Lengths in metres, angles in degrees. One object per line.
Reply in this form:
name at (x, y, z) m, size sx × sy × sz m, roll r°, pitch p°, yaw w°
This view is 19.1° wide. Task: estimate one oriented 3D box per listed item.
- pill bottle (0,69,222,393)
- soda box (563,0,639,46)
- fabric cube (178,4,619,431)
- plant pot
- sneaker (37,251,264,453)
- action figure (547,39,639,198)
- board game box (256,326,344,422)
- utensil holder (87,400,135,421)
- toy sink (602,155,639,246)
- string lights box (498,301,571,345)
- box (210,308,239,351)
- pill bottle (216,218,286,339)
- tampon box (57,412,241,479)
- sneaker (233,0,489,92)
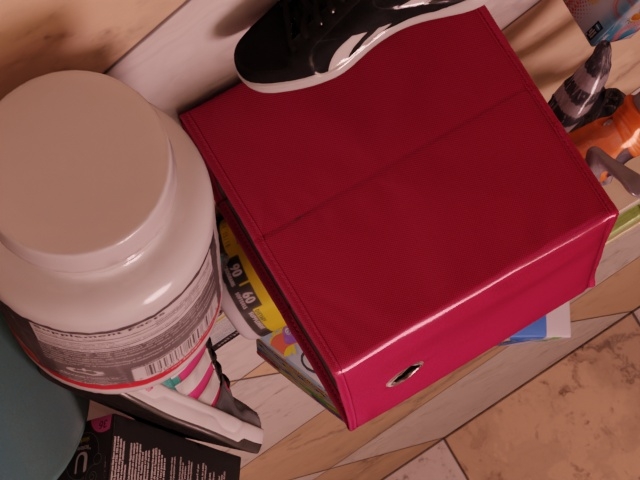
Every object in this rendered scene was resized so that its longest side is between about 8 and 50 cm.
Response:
pill bottle at (-0.162, -0.005, 1.378) m, size 0.176 × 0.176 × 0.318 m, roll -28°, pitch 165°, yaw -9°
soda box at (0.295, -0.250, 1.687) m, size 0.058 × 0.063 × 0.183 m, roll -16°, pitch 160°, yaw -38°
fabric cube at (0.066, -0.027, 1.593) m, size 0.258 × 0.259 × 0.254 m, roll -29°, pitch 165°, yaw -5°
plant pot at (-0.306, 0.156, 1.616) m, size 0.165 × 0.165 × 0.234 m, roll -26°, pitch -174°, yaw 25°
sneaker at (-0.127, 0.078, 1.711) m, size 0.124 × 0.178 × 0.295 m, roll 8°, pitch 164°, yaw 32°
action figure at (0.224, -0.090, 1.850) m, size 0.330 × 0.178 × 0.341 m, roll -27°, pitch -153°, yaw 46°
board game box at (0.029, 0.099, 2.024) m, size 0.144 × 0.142 × 0.275 m, roll -51°, pitch 177°, yaw -6°
utensil holder at (-0.326, 0.350, 1.844) m, size 0.327 × 0.327 × 0.385 m, roll -40°, pitch 172°, yaw 33°
toy sink at (0.292, -0.044, 2.244) m, size 0.234 × 0.131 × 0.153 m, roll -31°, pitch 165°, yaw 6°
string lights box at (0.153, 0.085, 2.275) m, size 0.260 × 0.076 × 0.133 m, roll 1°, pitch 172°, yaw -20°
box at (-0.137, 0.064, 1.897) m, size 0.100 × 0.060 × 0.244 m, roll -34°, pitch 165°, yaw 13°
pill bottle at (0.000, 0.000, 1.793) m, size 0.208 × 0.119 × 0.119 m, roll -26°, pitch 167°, yaw 10°
tampon box at (-0.171, 0.233, 1.728) m, size 0.120 × 0.101 × 0.161 m, roll -18°, pitch 148°, yaw 39°
sneaker at (0.015, -0.189, 1.347) m, size 0.217 × 0.079 × 0.121 m, roll -24°, pitch 148°, yaw 16°
